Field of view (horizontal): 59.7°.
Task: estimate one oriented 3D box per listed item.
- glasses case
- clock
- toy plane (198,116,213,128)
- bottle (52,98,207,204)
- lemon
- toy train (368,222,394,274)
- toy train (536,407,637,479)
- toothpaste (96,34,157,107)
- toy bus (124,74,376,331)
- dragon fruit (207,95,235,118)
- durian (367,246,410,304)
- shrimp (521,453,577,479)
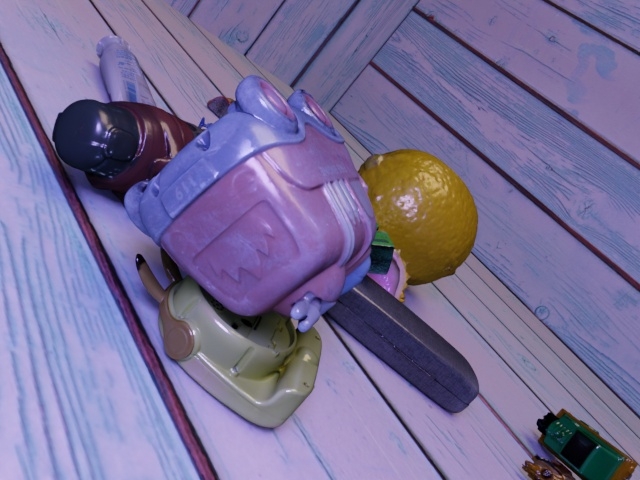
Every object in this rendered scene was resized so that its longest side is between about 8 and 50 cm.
[{"bbox_3d":[0.137,0.165,0.974,0.323,0.074,0.131,39,17,-4],"label":"glasses case"},{"bbox_3d":[-0.106,0.090,0.619,0.232,0.069,0.170,39,16,-6],"label":"clock"},{"bbox_3d":[-0.206,-0.215,1.261,0.167,0.054,0.062,43,41,5],"label":"toy plane"},{"bbox_3d":[-0.225,-0.107,0.750,0.156,0.143,0.271,20,4,24],"label":"bottle"},{"bbox_3d":[0.209,-0.053,1.328,0.336,0.336,0.336,37,16,-13],"label":"lemon"},{"bbox_3d":[0.000,0.000,0.950,0.252,0.084,0.119,6,23,-10],"label":"toy train"},{"bbox_3d":[0.498,0.399,1.071,0.136,0.091,0.228,35,2,-25],"label":"toy train"},{"bbox_3d":[-0.360,-0.279,1.050,0.114,0.073,0.299,23,31,-50],"label":"toothpaste"},{"bbox_3d":[-0.045,-0.026,0.628,0.231,0.197,0.294,53,18,4],"label":"toy bus"},{"bbox_3d":[-0.254,-0.357,1.501,0.083,0.060,0.056,41,19,9],"label":"dragon fruit"},{"bbox_3d":[0.091,0.074,1.099,0.183,0.165,0.132,21,55,11],"label":"durian"},{"bbox_3d":[0.443,0.441,0.976,0.249,0.068,0.150,40,2,-22],"label":"shrimp"}]
